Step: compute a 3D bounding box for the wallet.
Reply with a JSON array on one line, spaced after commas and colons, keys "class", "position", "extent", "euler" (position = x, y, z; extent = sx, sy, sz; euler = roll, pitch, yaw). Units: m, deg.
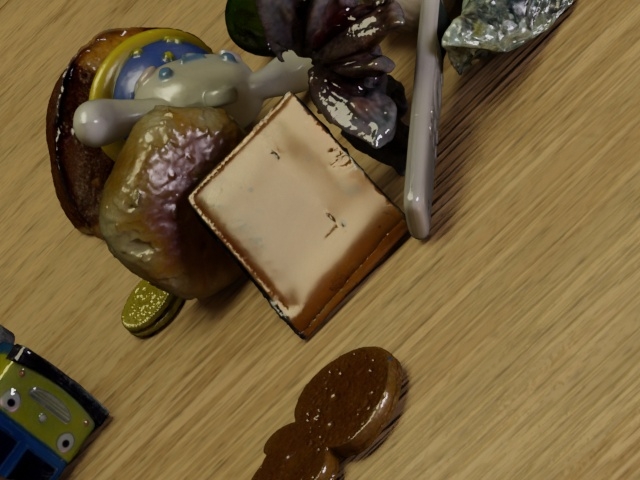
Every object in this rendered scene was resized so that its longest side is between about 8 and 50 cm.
[{"class": "wallet", "position": [-0.020, -0.026, 1.833], "extent": [0.161, 0.042, 0.195], "euler": [-47, 65, 7]}]

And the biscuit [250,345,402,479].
[{"class": "biscuit", "position": [0.006, 0.166, 1.659], "extent": [0.175, 0.026, 0.124], "euler": [-50, 28, -4]}]

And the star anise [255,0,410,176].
[{"class": "star anise", "position": [0.020, -0.189, 1.835], "extent": [0.129, 0.283, 0.212], "euler": [-26, 3, 3]}]

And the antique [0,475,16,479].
[{"class": "antique", "position": [-0.395, 0.299, 1.833], "extent": [0.257, 0.143, 0.121], "euler": [-13, 54, 12]}]

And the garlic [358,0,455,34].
[{"class": "garlic", "position": [0.087, -0.322, 1.994], "extent": [0.228, 0.152, 0.228], "euler": [-52, 23, 32]}]

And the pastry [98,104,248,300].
[{"class": "pastry", "position": [-0.133, -0.042, 1.939], "extent": [0.192, 0.182, 0.093], "euler": [-58, 28, -13]}]

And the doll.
[{"class": "doll", "position": [-0.174, -0.134, 2.090], "extent": [0.242, 0.159, 0.311], "euler": [19, 27, 39]}]

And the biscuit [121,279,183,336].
[{"class": "biscuit", "position": [-0.180, 0.066, 2.035], "extent": [0.084, 0.023, 0.084], "euler": [-34, 32, 24]}]

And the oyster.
[{"class": "oyster", "position": [0.196, -0.263, 1.893], "extent": [0.252, 0.087, 0.199], "euler": [-38, 28, -7]}]

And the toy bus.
[{"class": "toy bus", "position": [-0.368, 0.187, 2.027], "extent": [0.287, 0.138, 0.175], "euler": [8, 60, 57]}]

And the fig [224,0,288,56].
[{"class": "fig", "position": [-0.032, -0.261, 2.161], "extent": [0.117, 0.117, 0.177], "euler": [-54, 37, -10]}]

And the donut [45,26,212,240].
[{"class": "donut", "position": [-0.271, -0.148, 2.304], "extent": [0.112, 0.151, 0.295], "euler": [-21, 38, 56]}]

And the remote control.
[{"class": "remote control", "position": [0.104, -0.124, 1.806], "extent": [0.029, 0.067, 0.261], "euler": [0, 57, 11]}]
